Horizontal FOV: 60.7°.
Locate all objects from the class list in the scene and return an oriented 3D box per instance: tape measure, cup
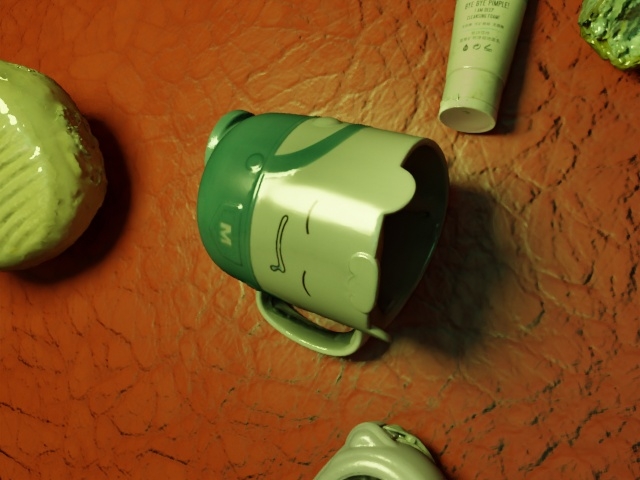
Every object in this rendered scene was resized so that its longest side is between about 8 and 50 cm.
[{"bbox_3d":[0.064,0.317,0.610,0.196,0.105,0.178,-47,60,8],"label":"tape measure"},{"bbox_3d":[0.000,0.000,0.640,0.258,0.219,0.289,18,121,26],"label":"cup"}]

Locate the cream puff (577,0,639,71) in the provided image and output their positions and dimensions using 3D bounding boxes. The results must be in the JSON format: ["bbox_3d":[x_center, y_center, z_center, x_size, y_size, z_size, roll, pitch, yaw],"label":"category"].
[{"bbox_3d":[0.357,-0.253,0.570,0.156,0.121,0.156,23,135,25],"label":"cream puff"}]

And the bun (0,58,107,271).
[{"bbox_3d":[-0.499,-0.116,0.859,0.362,0.234,0.326,26,98,9],"label":"bun"}]

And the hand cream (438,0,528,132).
[{"bbox_3d":[0.207,-0.289,0.677,0.111,0.070,0.312,10,77,26],"label":"hand cream"}]
